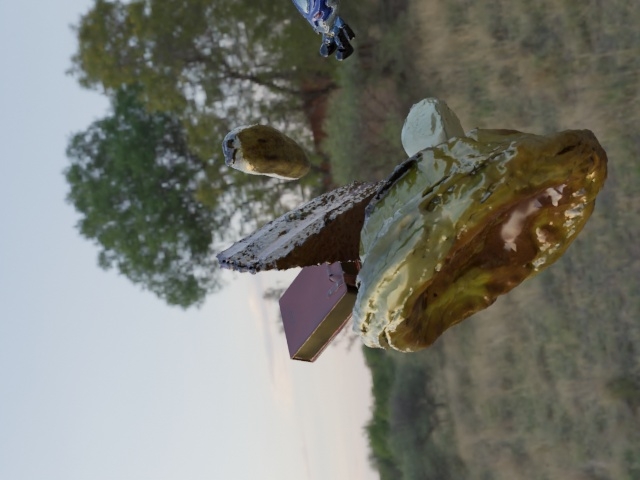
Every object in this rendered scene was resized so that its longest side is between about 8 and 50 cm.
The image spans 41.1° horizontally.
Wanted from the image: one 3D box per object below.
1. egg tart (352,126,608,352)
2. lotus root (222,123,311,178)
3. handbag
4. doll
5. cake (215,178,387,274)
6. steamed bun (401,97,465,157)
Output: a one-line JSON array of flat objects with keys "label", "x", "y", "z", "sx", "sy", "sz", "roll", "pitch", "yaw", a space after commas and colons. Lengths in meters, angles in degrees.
[{"label": "egg tart", "x": 0.162, "y": -0.016, "z": 0.975, "sx": 0.150, "sy": 0.352, "sz": 0.352, "roll": 53, "pitch": 171, "yaw": 24}, {"label": "lotus root", "x": -0.100, "y": -0.177, "z": 1.704, "sx": 0.110, "sy": 0.097, "sz": 0.258, "roll": 53, "pitch": -158, "yaw": 20}, {"label": "handbag", "x": 0.003, "y": 0.092, "z": 1.373, "sx": 0.190, "sy": 0.063, "sz": 0.127, "roll": -52, "pitch": 37, "yaw": 36}, {"label": "doll", "x": -0.002, "y": -0.358, "z": 1.271, "sx": 0.070, "sy": 0.096, "sz": 0.195, "roll": -50, "pitch": -41, "yaw": -23}, {"label": "cake", "x": 0.000, "y": 0.000, "z": 1.135, "sx": 0.295, "sy": 0.116, "sz": 0.112, "roll": -23, "pitch": -72, "yaw": -42}, {"label": "steamed bun", "x": 0.187, "y": -0.164, "z": 1.411, "sx": 0.112, "sy": 0.091, "sz": 0.130, "roll": 32, "pitch": -141, "yaw": -43}]
